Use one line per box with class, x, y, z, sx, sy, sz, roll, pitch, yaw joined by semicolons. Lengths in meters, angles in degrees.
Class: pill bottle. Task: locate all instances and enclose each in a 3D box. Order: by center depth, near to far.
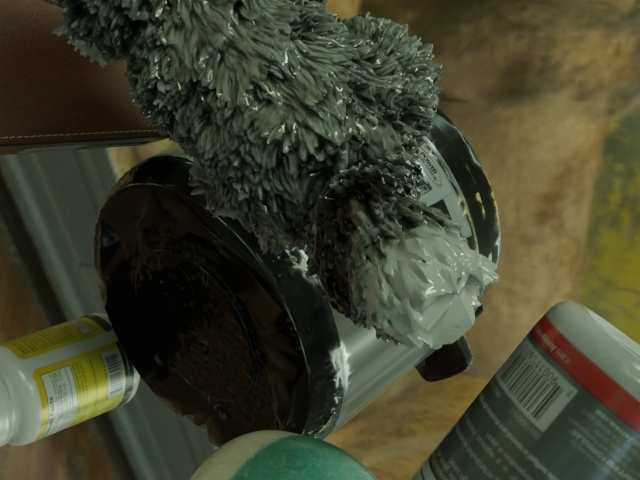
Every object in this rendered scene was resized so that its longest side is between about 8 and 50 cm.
pill bottle;0.171;0.248;0.951;0.363;0.210;0.210;-53;158;9
pill bottle;-0.324;0.166;1.318;0.208;0.119;0.119;-18;116;-46

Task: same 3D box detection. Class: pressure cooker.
pressure cooker;-0.004;0.000;1.326;0.420;0.375;0.370;-32;134;-39

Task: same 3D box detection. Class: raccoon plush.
raccoon plush;-0.050;-0.140;0.791;0.299;0.446;0.216;42;86;-28

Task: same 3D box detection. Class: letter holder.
letter holder;-0.307;-0.193;1.104;0.302;0.152;0.214;-6;93;-22

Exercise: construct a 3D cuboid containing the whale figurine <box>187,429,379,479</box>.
whale figurine;0.000;0.247;0.739;0.216;0.141;0.272;-54;137;-33
